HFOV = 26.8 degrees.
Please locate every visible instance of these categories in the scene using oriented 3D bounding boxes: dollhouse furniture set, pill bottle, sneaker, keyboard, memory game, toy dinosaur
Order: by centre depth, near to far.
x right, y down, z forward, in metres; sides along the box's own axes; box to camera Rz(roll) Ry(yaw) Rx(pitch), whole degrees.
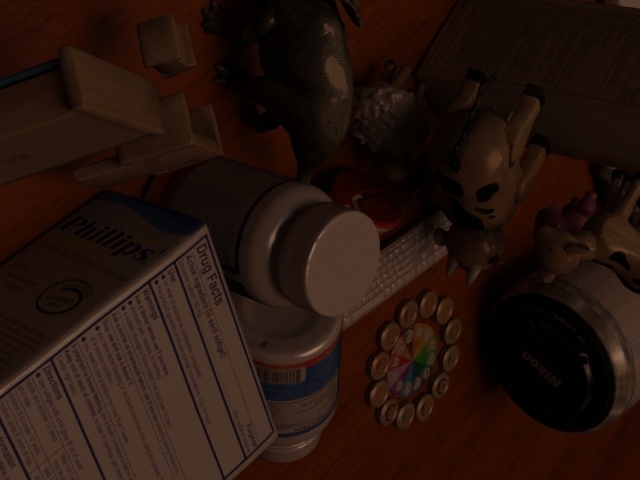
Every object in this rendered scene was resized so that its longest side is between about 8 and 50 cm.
[{"bbox_3d":[-0.253,-0.204,1.100,0.286,0.198,0.303,14,62,-71],"label":"dollhouse furniture set"},{"bbox_3d":[-0.058,-0.006,1.271,0.121,0.221,0.121,-21,120,-42],"label":"pill bottle"},{"bbox_3d":[-0.022,-0.163,1.299,0.121,0.160,0.313,-9,110,-46],"label":"toy dinosaur"},{"bbox_3d":[-0.041,0.135,1.392,0.124,0.124,0.221,-42,154,-30],"label":"pill bottle"},{"bbox_3d":[0.000,0.000,1.470,0.128,0.087,0.221,-44,170,26],"label":"sneaker"},{"bbox_3d":[0.084,0.035,1.607,0.256,0.014,0.072,-34,127,-35],"label":"keyboard"},{"bbox_3d":[0.121,0.152,1.695,0.186,0.012,0.186,-21,120,-42],"label":"memory game"}]

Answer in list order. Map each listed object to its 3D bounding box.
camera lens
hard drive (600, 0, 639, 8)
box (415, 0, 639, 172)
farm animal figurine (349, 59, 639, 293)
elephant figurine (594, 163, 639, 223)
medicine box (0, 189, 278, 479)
[{"bbox_3d":[0.376,0.115,1.807,0.274,0.219,0.219,-29,124,-39],"label":"camera lens"},{"bbox_3d":[0.473,-0.303,1.893,0.210,0.040,0.318,-40,131,-32],"label":"hard drive"},{"bbox_3d":[0.281,-0.182,1.513,0.148,0.311,0.121,-58,138,-15],"label":"box"},{"bbox_3d":[0.205,-0.038,1.463,0.327,0.330,0.172,49,61,-45],"label":"farm animal figurine"},{"bbox_3d":[0.499,-0.030,1.956,0.186,0.169,0.239,-31,114,-73],"label":"elephant figurine"},{"bbox_3d":[-0.210,0.147,1.215,0.289,0.149,0.263,-40,131,-32],"label":"medicine box"}]
